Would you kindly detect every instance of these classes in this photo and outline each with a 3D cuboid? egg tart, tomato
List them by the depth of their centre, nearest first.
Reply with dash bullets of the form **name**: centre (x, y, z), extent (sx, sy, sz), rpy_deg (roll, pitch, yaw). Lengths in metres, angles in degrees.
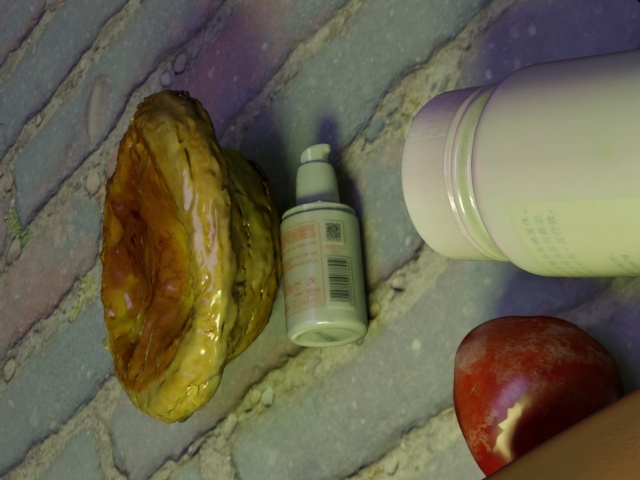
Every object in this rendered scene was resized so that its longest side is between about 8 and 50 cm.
- **tomato**: centre (0.203, 0.159, 1.259), extent (0.187, 0.151, 0.187), rpy_deg (-15, 71, 50)
- **egg tart**: centre (-0.167, 0.020, 1.653), extent (0.443, 0.178, 0.443), rpy_deg (179, 90, -66)

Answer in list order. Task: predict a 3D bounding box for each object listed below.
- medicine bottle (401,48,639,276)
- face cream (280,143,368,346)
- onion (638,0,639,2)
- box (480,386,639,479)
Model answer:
- **medicine bottle**: centre (0.273, -0.071, 1.197), extent (0.379, 0.213, 0.213), rpy_deg (-1, 78, 47)
- **face cream**: centre (0.000, 0.000, 1.563), extent (0.101, 0.101, 0.251), rpy_deg (-24, 61, 41)
- **onion**: centre (0.352, -0.278, 1.247), extent (0.117, 0.119, 0.118), rpy_deg (178, 104, -70)
- **box**: centre (0.294, 0.262, 1.001), extent (0.339, 0.239, 0.229), rpy_deg (-44, 46, 44)
